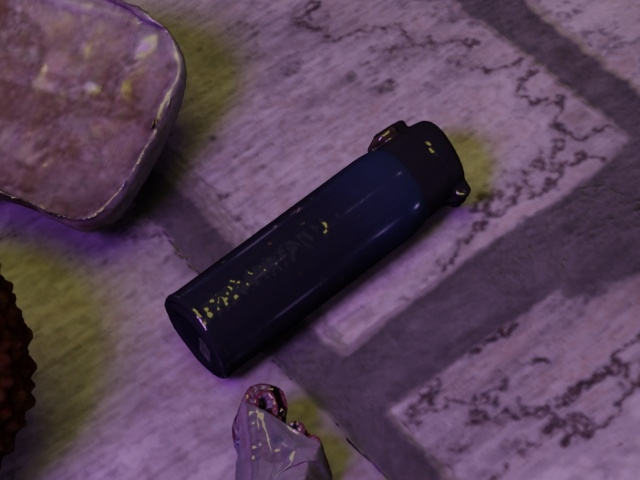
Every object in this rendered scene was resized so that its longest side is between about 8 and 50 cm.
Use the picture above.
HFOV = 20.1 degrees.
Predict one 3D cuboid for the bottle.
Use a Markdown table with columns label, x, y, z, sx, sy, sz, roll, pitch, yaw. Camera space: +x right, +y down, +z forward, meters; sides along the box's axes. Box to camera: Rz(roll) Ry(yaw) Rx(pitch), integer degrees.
| label | x | y | z | sx | sy | sz | roll | pitch | yaw |
| --- | --- | --- | --- | --- | --- | --- | --- | --- | --- |
| bottle | 0.000 | 0.000 | 1.319 | 0.244 | 0.072 | 0.082 | -35 | 80 | -19 |

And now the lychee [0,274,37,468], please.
| label | x | y | z | sx | sy | sz | roll | pitch | yaw |
| --- | --- | --- | --- | --- | --- | --- | --- | --- | --- |
| lychee | -0.334 | 0.080 | 1.220 | 0.271 | 0.271 | 0.271 | -4 | 53 | 5 |

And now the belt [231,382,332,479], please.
| label | x | y | z | sx | sy | sz | roll | pitch | yaw |
| --- | --- | --- | --- | --- | --- | --- | --- | --- | --- |
| belt | -0.035 | 0.206 | 1.185 | 0.071 | 0.053 | 0.232 | 0 | 56 | 8 |

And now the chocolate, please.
| label | x | y | z | sx | sy | sz | roll | pitch | yaw |
| --- | --- | --- | --- | --- | --- | --- | --- | --- | --- |
| chocolate | -0.247 | -0.112 | 1.424 | 0.303 | 0.100 | 0.185 | 18 | 68 | 23 |
